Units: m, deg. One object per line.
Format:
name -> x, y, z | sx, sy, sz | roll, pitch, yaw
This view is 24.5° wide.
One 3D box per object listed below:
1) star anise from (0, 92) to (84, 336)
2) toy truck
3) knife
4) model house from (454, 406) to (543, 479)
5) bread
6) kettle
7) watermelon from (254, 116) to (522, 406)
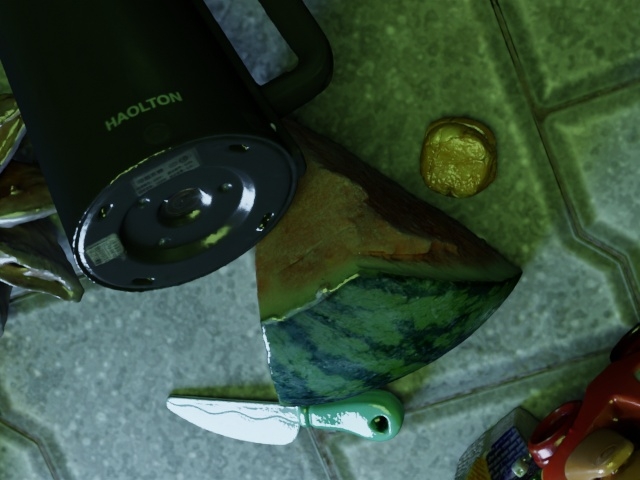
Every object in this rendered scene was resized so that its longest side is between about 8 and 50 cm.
star anise -> -0.374, -0.038, 1.483 | 0.332, 0.117, 0.331 | 6, 122, 10
toy truck -> 0.328, 0.201, 1.343 | 0.265, 0.239, 0.189 | -44, 95, -8
knife -> -0.038, 0.187, 1.550 | 0.260, 0.034, 0.063 | -2, 118, 19
model house -> 0.193, 0.238, 1.478 | 0.088, 0.100, 0.100 | 41, 110, -3
bread -> 0.132, -0.079, 1.417 | 0.081, 0.046, 0.083 | -26, 103, 23
kettle -> -0.151, -0.152, 1.306 | 0.262, 0.203, 0.308 | -40, 58, 20
watermelon -> -0.008, 0.043, 1.413 | 0.293, 0.283, 0.250 | 36, 97, 25
